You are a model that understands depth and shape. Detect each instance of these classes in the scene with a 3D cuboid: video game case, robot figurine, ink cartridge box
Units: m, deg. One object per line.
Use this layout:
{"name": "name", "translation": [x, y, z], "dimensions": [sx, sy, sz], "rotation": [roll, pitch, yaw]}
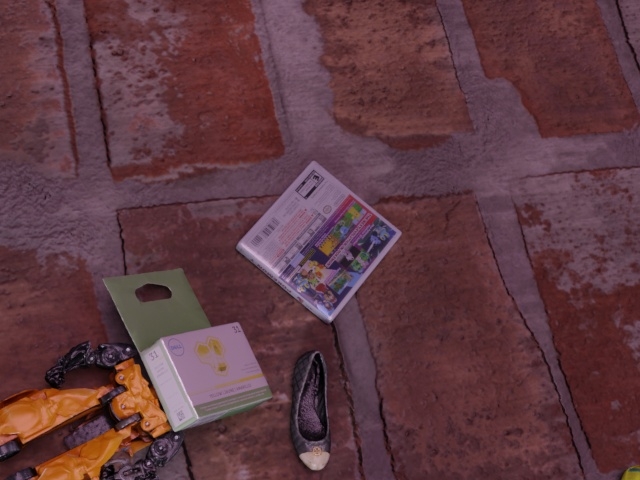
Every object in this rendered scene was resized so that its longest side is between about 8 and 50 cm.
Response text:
{"name": "video game case", "translation": [0.000, 0.000, 1.770], "dimensions": [0.183, 0.023, 0.201], "rotation": [39, 60, 2]}
{"name": "robot figurine", "translation": [-0.328, 0.258, 1.515], "dimensions": [0.291, 0.085, 0.211], "rotation": [-25, 77, -25]}
{"name": "ink cartridge box", "translation": [-0.180, 0.136, 1.590], "dimensions": [0.171, 0.056, 0.235], "rotation": [-6, 66, -56]}

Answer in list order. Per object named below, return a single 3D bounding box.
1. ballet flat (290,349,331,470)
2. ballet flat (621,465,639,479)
{"name": "ballet flat", "translation": [-0.013, 0.240, 1.644], "dimensions": [0.058, 0.049, 0.173], "rotation": [2, 67, -16]}
{"name": "ballet flat", "translation": [0.549, 0.424, 1.729], "dimensions": [0.231, 0.077, 0.077], "rotation": [44, 61, 4]}
